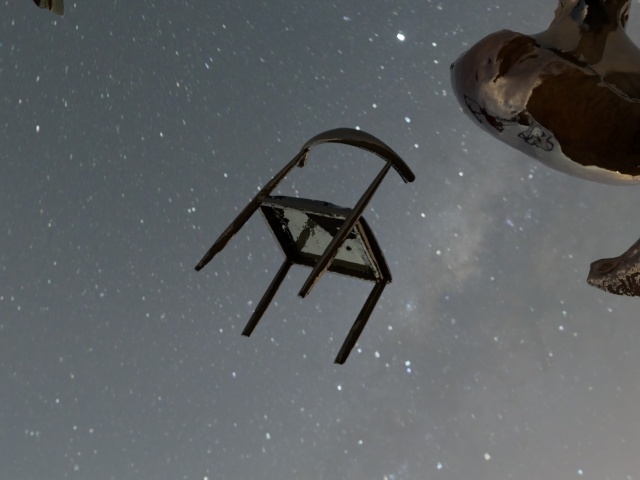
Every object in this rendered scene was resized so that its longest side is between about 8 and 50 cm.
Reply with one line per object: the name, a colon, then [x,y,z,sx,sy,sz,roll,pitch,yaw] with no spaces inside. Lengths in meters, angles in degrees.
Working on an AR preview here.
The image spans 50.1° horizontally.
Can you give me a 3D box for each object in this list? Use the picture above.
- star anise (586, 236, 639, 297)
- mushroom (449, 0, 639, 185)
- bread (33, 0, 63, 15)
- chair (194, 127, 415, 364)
star anise: [0.338,-0.022,0.456,0.349,0.109,0.292,-23,-9,-9]
mushroom: [0.295,-0.170,0.753,0.267,0.267,0.254,28,-51,-32]
bread: [-0.379,-0.360,0.864,0.084,0.074,0.139,2,-78,4]
chair: [0.000,0.000,0.910,0.272,0.188,0.166,-59,-36,-29]
